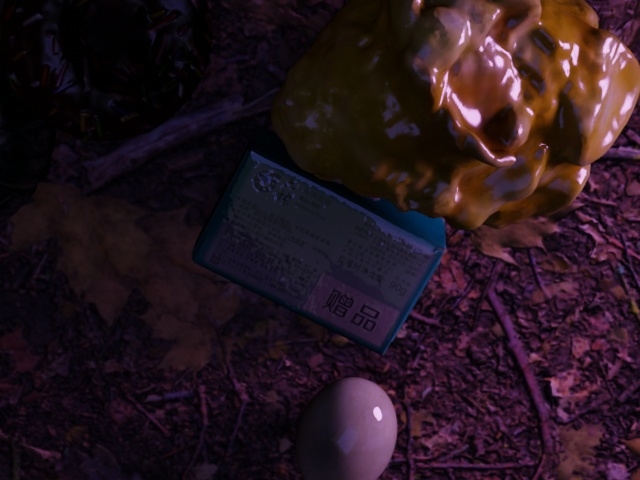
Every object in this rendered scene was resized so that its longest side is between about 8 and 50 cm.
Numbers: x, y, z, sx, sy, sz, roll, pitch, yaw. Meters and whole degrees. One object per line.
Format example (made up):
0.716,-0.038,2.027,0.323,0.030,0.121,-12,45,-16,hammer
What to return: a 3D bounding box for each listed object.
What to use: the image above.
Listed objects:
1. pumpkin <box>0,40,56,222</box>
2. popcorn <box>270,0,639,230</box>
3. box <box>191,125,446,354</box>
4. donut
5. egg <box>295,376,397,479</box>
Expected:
-0.392,-0.116,1.871,0.220,0.162,0.220,0,100,2,pumpkin
0.138,-0.164,1.768,0.293,0.334,0.292,20,92,39,popcorn
0.000,0.000,1.933,0.245,0.092,0.153,28,111,-7,box
-0.216,-0.218,1.810,0.235,0.089,0.235,-1,93,-24,donut
0.029,0.229,2.008,0.114,0.114,0.152,18,115,-4,egg
